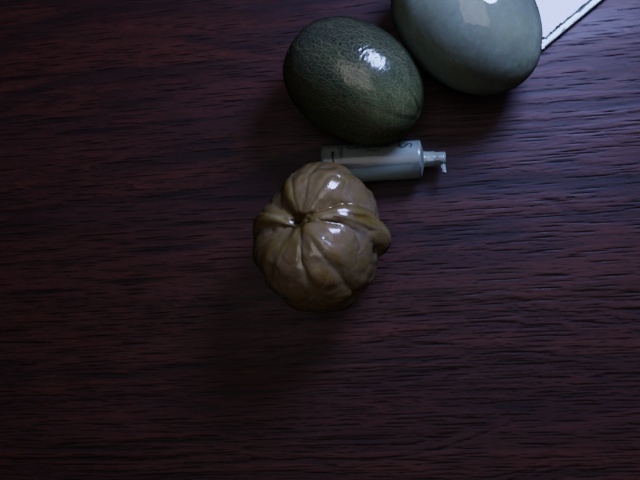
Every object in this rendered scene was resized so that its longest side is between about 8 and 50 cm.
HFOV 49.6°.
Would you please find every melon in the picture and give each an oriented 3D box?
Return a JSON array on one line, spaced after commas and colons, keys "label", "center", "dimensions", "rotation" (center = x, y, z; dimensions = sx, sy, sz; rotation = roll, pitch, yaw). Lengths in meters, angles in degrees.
[{"label": "melon", "center": [0.072, -0.325, 1.427], "dimensions": [0.301, 0.237, 0.237], "rotation": [33, 91, 9]}]

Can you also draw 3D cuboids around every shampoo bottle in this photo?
[{"label": "shampoo bottle", "center": [0.135, -0.169, 1.480], "dimensions": [0.262, 0.085, 0.085], "rotation": [-3, 85, 8]}]

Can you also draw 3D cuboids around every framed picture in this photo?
[{"label": "framed picture", "center": [0.511, -0.572, 1.489], "dimensions": [0.273, 0.016, 0.216], "rotation": [-39, 82, 4]}]

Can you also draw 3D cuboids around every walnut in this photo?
[{"label": "walnut", "center": [0.000, 0.000, 1.397], "dimensions": [0.285, 0.285, 0.296], "rotation": [4, 74, 9]}]

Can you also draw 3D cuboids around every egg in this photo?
[{"label": "egg", "center": [0.290, -0.449, 1.392], "dimensions": [0.258, 0.258, 0.352], "rotation": [-34, 78, 5]}]
